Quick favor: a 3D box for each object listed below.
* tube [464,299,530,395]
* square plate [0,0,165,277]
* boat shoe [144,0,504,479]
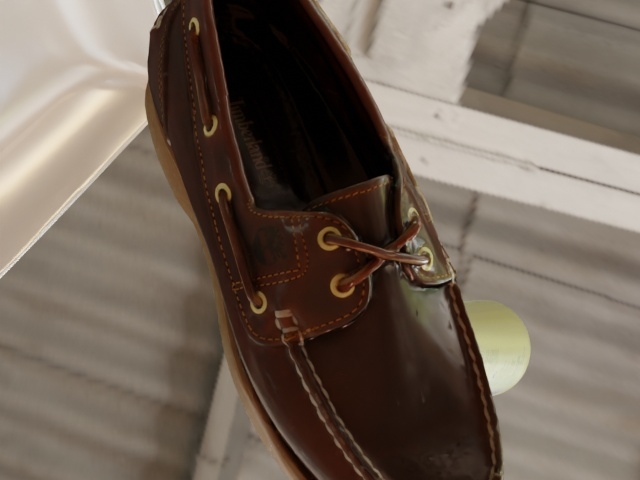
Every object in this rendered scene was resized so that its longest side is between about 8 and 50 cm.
[{"bbox_3d":[0.056,0.064,1.011,0.062,0.240,0.070,11,-85,23],"label":"tube"},{"bbox_3d":[-0.205,-0.039,0.682,0.049,0.344,0.347,38,-107,19],"label":"square plate"},{"bbox_3d":[0.000,0.000,0.566,0.073,0.073,0.207,-17,-112,-29],"label":"boat shoe"}]
